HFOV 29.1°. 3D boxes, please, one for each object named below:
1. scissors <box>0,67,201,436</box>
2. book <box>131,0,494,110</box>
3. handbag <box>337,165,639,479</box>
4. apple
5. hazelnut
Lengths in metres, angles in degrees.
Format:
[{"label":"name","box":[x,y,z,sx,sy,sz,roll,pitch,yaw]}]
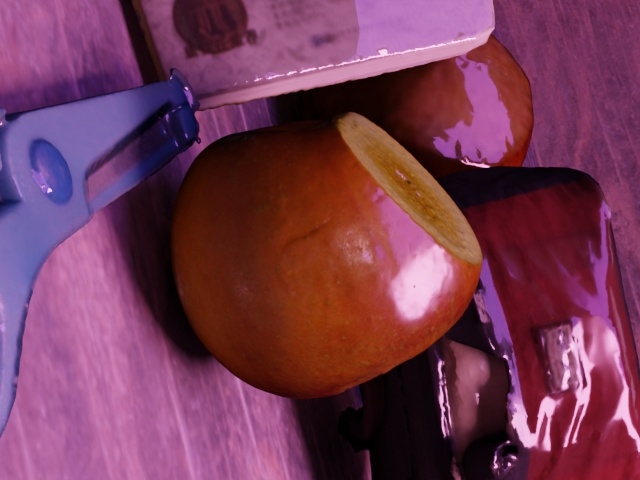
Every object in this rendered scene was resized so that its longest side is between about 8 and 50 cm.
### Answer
[{"label":"scissors","box":[-0.128,-0.030,0.516,0.393,0.032,0.180,-46,118,-70]},{"label":"book","box":[-0.037,-0.266,0.767,0.035,0.239,0.352,-17,-90,65]},{"label":"handbag","box":[0.105,0.081,0.820,0.181,0.182,0.254,177,-98,-74]},{"label":"apple","box":[0.000,0.001,0.667,0.146,0.163,0.147,-110,177,-79]},{"label":"hazelnut","box":[0.077,-0.089,0.979,0.210,0.186,0.210,48,18,-21]}]
